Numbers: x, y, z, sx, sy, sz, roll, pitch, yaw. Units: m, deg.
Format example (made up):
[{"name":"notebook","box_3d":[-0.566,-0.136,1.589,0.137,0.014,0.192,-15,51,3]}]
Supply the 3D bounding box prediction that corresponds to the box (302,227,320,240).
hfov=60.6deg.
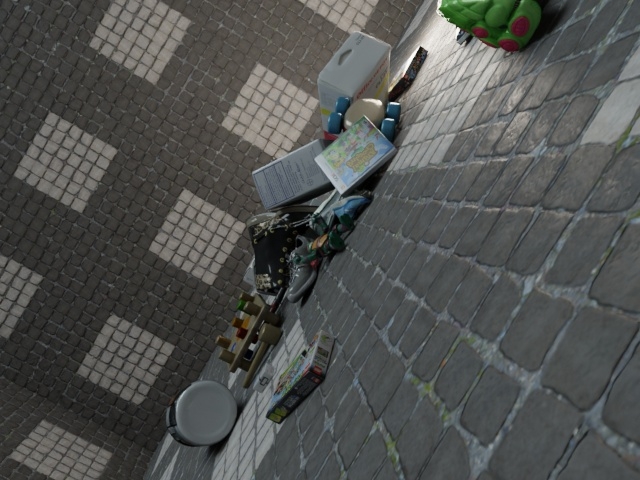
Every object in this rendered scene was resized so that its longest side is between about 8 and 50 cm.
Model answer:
[{"name":"box","box_3d":[-0.048,-0.058,2.122,0.072,0.126,0.137,-55,8,17]}]

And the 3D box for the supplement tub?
[{"name":"supplement tub","box_3d":[-0.389,0.558,1.751,0.193,0.194,0.316,-64,9,-27]}]

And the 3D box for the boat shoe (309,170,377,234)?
[{"name":"boat shoe","box_3d":[0.096,-0.134,1.742,0.319,0.116,0.099,-51,53,12]}]

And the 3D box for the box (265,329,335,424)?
[{"name":"box","box_3d":[-0.043,0.290,1.153,0.207,0.036,0.114,-53,10,37]}]

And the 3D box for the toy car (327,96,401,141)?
[{"name":"toy car","box_3d":[0.151,-0.350,1.897,0.210,0.219,0.238,-69,-17,-45]}]

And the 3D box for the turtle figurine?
[{"name":"turtle figurine","box_3d":[0.000,0.000,1.659,0.234,0.118,0.175,-23,50,52]}]

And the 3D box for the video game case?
[{"name":"video game case","box_3d":[0.103,-0.261,1.679,0.212,0.023,0.193,-40,52,8]}]

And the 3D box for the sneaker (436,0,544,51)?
[{"name":"sneaker","box_3d":[0.354,-0.517,1.112,0.202,0.185,0.482,-60,8,26]}]

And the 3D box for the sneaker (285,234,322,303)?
[{"name":"sneaker","box_3d":[-0.073,0.091,1.769,0.105,0.115,0.281,-54,10,36]}]

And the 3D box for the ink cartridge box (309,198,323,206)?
[{"name":"ink cartridge box","box_3d":[-0.039,-0.079,2.275,0.175,0.072,0.127,-61,-2,-6]}]

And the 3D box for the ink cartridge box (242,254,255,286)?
[{"name":"ink cartridge box","box_3d":[-0.267,0.140,2.638,0.092,0.159,0.218,-54,10,30]}]

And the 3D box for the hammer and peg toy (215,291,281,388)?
[{"name":"hammer and peg toy","box_3d":[-0.257,0.328,1.883,0.265,0.127,0.361,-62,15,-1]}]

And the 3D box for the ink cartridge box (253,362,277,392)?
[{"name":"ink cartridge box","box_3d":[-0.155,0.381,1.539,0.083,0.028,0.048,-57,9,16]}]

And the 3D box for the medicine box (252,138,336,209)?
[{"name":"medicine box","box_3d":[-0.044,-0.232,1.932,0.289,0.149,0.263,-21,-1,25]}]

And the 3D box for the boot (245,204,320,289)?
[{"name":"boot","box_3d":[-0.110,0.028,1.967,0.378,0.138,0.284,-9,82,33]}]

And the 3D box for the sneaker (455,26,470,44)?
[{"name":"sneaker","box_3d":[0.382,-0.669,1.564,0.086,0.163,0.226,-44,19,58]}]

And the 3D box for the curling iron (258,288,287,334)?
[{"name":"curling iron","box_3d":[-0.165,0.243,2.079,0.274,0.035,0.068,-63,13,-17]}]

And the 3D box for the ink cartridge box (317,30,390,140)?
[{"name":"ink cartridge box","box_3d":[0.136,-0.561,2.129,0.279,0.160,0.384,-56,-18,-17]}]

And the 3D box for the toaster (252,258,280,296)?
[{"name":"toaster","box_3d":[-0.194,0.112,2.244,0.168,0.110,0.185,-51,40,42]}]

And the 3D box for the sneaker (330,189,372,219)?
[{"name":"sneaker","box_3d":[0.102,-0.101,1.630,0.063,0.073,0.162,-26,3,-37]}]

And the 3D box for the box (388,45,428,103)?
[{"name":"box","box_3d":[0.340,-0.664,2.216,0.159,0.044,0.233,-61,8,-13]}]
